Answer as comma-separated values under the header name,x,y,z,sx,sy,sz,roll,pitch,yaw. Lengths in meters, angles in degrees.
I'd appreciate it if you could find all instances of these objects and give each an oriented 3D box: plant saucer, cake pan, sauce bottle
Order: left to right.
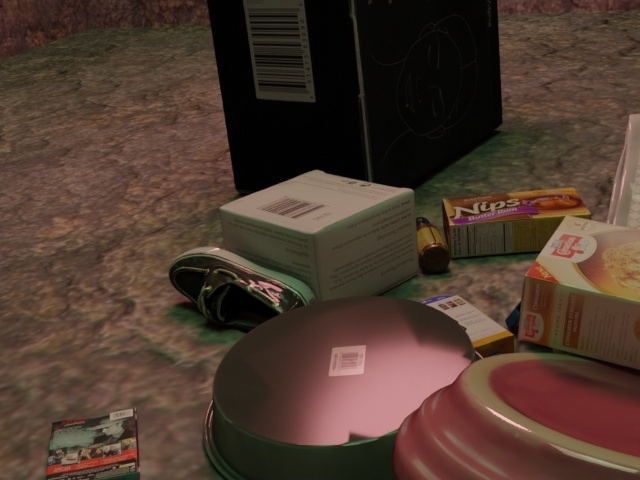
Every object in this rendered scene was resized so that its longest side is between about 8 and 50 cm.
name,x,y,z,sx,sy,sz,roll,pitch,yaw
cake pan,0.025,0.140,0.962,0.293,0.054,0.293,-8,26,4
sauce bottle,0.145,0.002,1.327,0.042,0.042,0.128,-6,21,1
plant saucer,0.222,0.160,0.734,0.332,0.084,0.332,7,11,-1

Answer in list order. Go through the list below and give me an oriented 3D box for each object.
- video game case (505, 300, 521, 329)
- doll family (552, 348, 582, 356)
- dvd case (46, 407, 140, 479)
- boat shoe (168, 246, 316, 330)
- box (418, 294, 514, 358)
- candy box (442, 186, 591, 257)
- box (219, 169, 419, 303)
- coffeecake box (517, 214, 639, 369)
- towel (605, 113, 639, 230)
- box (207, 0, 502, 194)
name,x,y,z,sx,sy,sz,roll,pitch,yaw
video game case,0.276,0.049,1.057,0.119,0.166,0.015,-12,67,-13
doll family,0.356,0.085,0.958,0.263,0.118,0.163,6,24,27
dvd case,-0.219,0.203,0.960,0.087,0.013,0.119,-10,23,-9
boat shoe,-0.111,0.062,1.196,0.219,0.078,0.070,12,27,34
box,0.145,0.100,1.102,0.081,0.028,0.136,-15,21,-18
candy box,0.263,-0.025,1.349,0.186,0.053,0.109,-3,22,4
box,0.000,0.000,1.265,0.182,0.119,0.181,-24,28,-39
coffeecake box,0.283,0.049,0.861,0.185,0.068,0.142,13,29,24
towel,0.523,-0.054,1.225,0.317,0.053,0.332,3,43,23
box,0.074,-0.361,1.659,0.297,0.480,0.472,9,26,35
